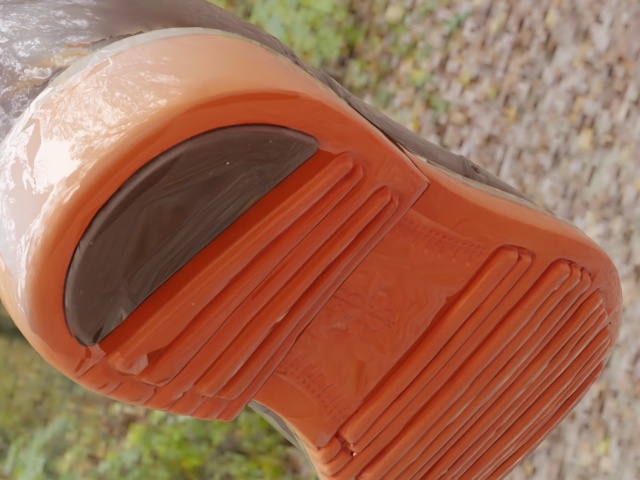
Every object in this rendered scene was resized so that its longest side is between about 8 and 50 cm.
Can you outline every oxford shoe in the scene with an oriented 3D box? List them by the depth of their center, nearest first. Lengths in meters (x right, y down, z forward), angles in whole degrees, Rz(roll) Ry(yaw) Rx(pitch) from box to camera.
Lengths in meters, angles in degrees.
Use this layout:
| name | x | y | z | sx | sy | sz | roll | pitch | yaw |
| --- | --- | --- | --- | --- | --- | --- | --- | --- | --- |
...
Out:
| name | x | y | z | sx | sy | sz | roll | pitch | yaw |
| --- | --- | --- | --- | --- | --- | --- | --- | --- | --- |
| oxford shoe | 0.000 | 0.000 | 0.544 | 0.130 | 0.364 | 0.133 | -46 | 57 | 3 |
